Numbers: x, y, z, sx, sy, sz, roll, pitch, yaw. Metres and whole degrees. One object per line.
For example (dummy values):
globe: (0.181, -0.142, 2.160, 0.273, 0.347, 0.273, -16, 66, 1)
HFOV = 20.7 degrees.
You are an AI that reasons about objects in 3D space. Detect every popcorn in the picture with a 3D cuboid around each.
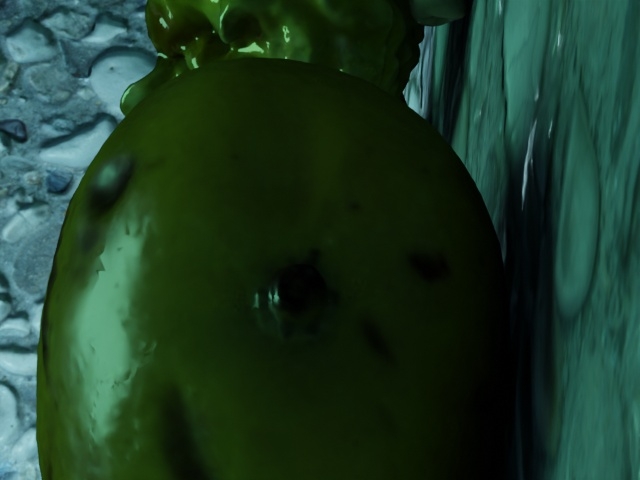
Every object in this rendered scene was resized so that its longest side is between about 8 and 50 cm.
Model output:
popcorn: (-0.038, -0.160, 1.231, 0.181, 0.216, 0.235, -68, -35, -63)

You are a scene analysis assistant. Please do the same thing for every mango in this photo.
mango: (-0.023, 0.117, 0.881, 0.301, 0.220, 0.445, -92, 3, -46)

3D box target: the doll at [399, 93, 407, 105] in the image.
doll: (0.004, 0.013, 1.445, 0.423, 0.161, 0.348, -103, 13, -60)

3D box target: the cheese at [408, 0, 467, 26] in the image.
cheese: (0.084, -0.241, 1.183, 0.065, 0.043, 0.194, 107, 167, -86)
